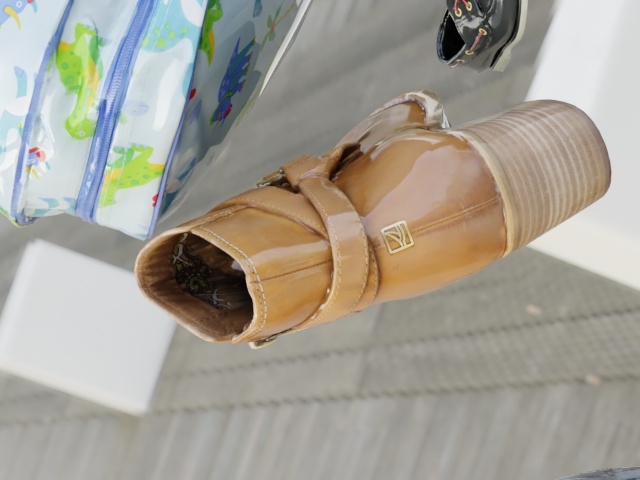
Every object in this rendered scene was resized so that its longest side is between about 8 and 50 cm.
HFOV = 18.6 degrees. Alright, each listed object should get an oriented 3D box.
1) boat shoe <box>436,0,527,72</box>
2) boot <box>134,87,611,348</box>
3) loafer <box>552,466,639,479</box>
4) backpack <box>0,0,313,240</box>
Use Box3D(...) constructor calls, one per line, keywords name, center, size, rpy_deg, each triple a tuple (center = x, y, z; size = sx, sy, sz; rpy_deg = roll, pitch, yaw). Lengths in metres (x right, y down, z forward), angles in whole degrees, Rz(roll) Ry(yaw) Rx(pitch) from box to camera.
Box3D(name="boat shoe", center=(0.090, -0.128, 1.073), size=(0.133, 0.042, 0.048), rpy_deg=(107, 165, -72))
Box3D(name="boot", center=(0.000, 0.000, 1.071), size=(0.283, 0.220, 0.109), rpy_deg=(4, 113, 63))
Box3D(name="loafer", center=(0.268, 0.234, 1.771), size=(0.061, 0.170, 0.062), rpy_deg=(-54, -40, -70))
Box3D(name="backpack", center=(-0.109, -0.164, 1.086), size=(0.355, 0.273, 0.290), rpy_deg=(-34, -19, -43))
